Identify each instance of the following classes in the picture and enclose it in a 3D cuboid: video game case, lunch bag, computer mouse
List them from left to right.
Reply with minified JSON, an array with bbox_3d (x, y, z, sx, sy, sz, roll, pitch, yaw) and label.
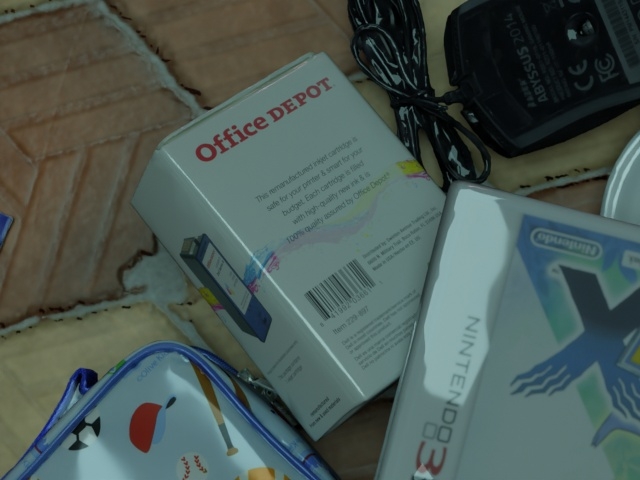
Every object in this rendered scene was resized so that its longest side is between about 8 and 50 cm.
[{"bbox_3d":[-0.119,0.219,0.989,0.243,0.115,0.303,43,89,11],"label":"lunch bag"},{"bbox_3d":[0.162,-0.139,1.004,0.272,0.072,0.189,-19,85,26],"label":"computer mouse"},{"bbox_3d":[0.202,0.147,0.902,0.328,0.036,0.300,14,92,-2],"label":"video game case"}]

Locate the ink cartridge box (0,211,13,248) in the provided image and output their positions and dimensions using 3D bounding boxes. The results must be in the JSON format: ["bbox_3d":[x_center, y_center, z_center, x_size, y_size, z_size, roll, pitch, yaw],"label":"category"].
[{"bbox_3d":[-0.376,0.117,1.050,0.175,0.069,0.371,22,83,7],"label":"ink cartridge box"}]

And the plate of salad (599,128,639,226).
[{"bbox_3d":[0.292,-0.008,1.014,0.199,0.048,0.200,0,93,6],"label":"plate of salad"}]

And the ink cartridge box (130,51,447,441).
[{"bbox_3d":[0.000,0.000,0.986,0.154,0.093,0.212,-34,82,-32],"label":"ink cartridge box"}]
